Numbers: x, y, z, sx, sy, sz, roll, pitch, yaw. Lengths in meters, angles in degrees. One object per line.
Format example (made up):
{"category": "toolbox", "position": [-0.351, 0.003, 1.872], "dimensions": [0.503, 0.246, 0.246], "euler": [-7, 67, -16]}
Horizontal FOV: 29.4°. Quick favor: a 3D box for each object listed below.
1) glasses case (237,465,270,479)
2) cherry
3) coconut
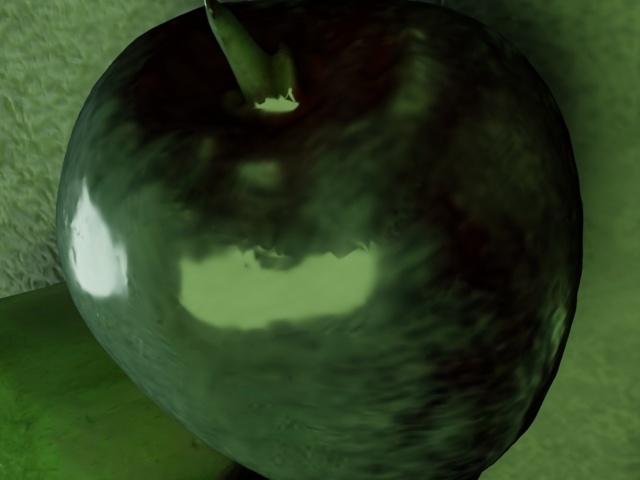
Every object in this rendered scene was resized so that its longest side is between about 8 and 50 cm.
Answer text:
{"category": "glasses case", "position": [-0.066, 0.225, 0.866], "dimensions": [0.355, 0.085, 0.137], "euler": [-15, 117, 30]}
{"category": "cherry", "position": [0.000, 0.000, 0.594], "dimensions": [0.255, 0.218, 0.296], "euler": [-2, 127, 18]}
{"category": "coconut", "position": [-0.149, 0.125, 0.764], "dimensions": [0.236, 0.236, 0.204], "euler": [-44, 64, 39]}
